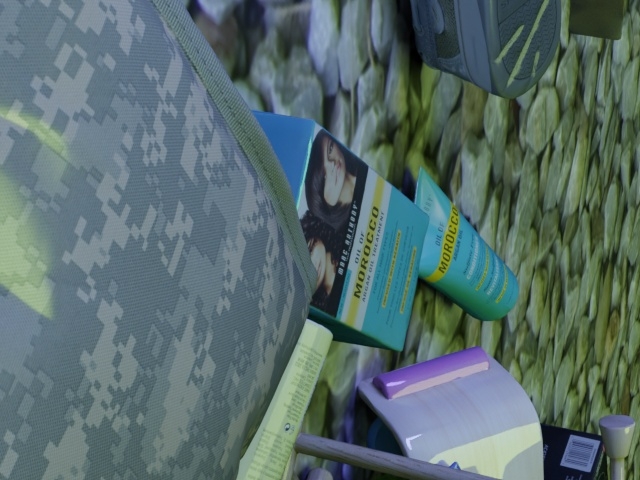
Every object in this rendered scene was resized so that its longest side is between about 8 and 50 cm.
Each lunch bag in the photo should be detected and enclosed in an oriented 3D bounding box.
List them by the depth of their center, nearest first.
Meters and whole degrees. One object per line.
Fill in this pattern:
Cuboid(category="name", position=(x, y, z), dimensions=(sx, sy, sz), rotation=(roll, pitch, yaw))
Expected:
Cuboid(category="lunch bag", position=(-0.126, 0.027, 0.551), dimensions=(0.287, 0.169, 0.235), rotation=(73, 33, -57))

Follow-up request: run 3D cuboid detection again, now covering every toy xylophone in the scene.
Cuboid(category="toy xylophone", position=(0.129, 0.242, 1.260), dimensions=(0.236, 0.081, 0.323), rotation=(-5, 107, -29))

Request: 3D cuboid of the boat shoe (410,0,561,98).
Cuboid(category="boat shoe", position=(0.094, -0.250, 1.122), dimensions=(0.118, 0.103, 0.320), rotation=(-40, 132, -32))

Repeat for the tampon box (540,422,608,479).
Cuboid(category="tampon box", position=(0.233, 0.282, 1.660), dimensions=(0.161, 0.101, 0.120), rotation=(75, 32, -47))

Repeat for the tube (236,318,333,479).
Cuboid(category="tube", position=(-0.059, 0.155, 0.935), dimensions=(0.070, 0.062, 0.240), rotation=(24, 79, -32))

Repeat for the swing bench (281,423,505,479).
Cuboid(category="swing bench", position=(0.068, 0.271, 1.001), dimensions=(0.165, 0.253, 0.255), rotation=(70, 34, -67))

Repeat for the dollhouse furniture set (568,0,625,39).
Cuboid(category="dollhouse furniture set", position=(0.251, -0.301, 1.256), dimensions=(0.135, 0.259, 0.262), rotation=(70, 32, -68))

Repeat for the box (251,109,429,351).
Cuboid(category="box", position=(0.000, 0.000, 1.008), dimensions=(0.244, 0.060, 0.100), rotation=(32, 69, -68))

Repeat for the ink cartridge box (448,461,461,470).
Cuboid(category="ink cartridge box", position=(0.110, 0.333, 1.193), dimensions=(0.186, 0.065, 0.311), rotation=(-38, 119, -15))

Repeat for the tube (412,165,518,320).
Cuboid(category="tube", position=(0.106, 0.013, 1.315), dimensions=(0.207, 0.052, 0.080), rotation=(38, 57, -60))
